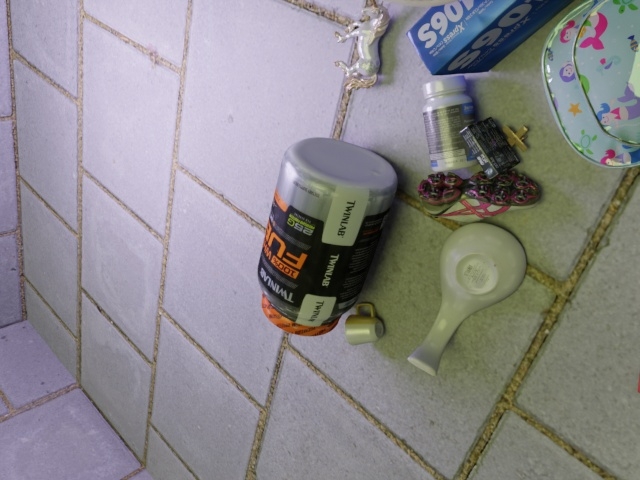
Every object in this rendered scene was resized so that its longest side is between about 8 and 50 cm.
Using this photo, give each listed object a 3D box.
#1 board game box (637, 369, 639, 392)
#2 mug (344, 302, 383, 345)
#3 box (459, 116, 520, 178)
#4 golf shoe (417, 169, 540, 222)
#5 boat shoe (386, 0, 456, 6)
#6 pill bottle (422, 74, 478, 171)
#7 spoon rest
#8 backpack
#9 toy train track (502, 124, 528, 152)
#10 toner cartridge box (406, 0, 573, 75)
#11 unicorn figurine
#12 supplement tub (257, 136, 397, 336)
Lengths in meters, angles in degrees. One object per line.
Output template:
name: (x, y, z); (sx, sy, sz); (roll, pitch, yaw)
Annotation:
board game box: (0.502, 0.089, 0.718); (0.145, 0.027, 0.281); (10, 111, 40)
mug: (0.088, 0.171, 1.121); (0.064, 0.062, 0.078); (-8, 105, 37)
box: (0.251, -0.138, 0.830); (0.083, 0.067, 0.018); (59, 142, 6)
golf shoe: (0.252, -0.066, 0.888); (0.186, 0.067, 0.086); (4, 148, 32)
boat shoe: (0.161, -0.337, 0.611); (0.324, 0.096, 0.116); (15, 157, 42)
pill bottle: (0.202, -0.181, 0.873); (0.078, 0.078, 0.137); (-2, 103, 44)
spoon rest: (0.236, 0.095, 0.942); (0.137, 0.084, 0.276); (30, 114, 13)
backpack: (0.384, -0.198, 0.627); (0.253, 0.191, 0.225); (-19, 92, 51)
toy train track: (0.287, -0.144, 0.852); (0.048, 0.014, 0.083); (53, 140, 14)
toner cartridge box: (0.281, -0.340, 0.681); (0.348, 0.165, 0.075); (-37, 79, 45)
unicorn figurine: (0.074, -0.340, 0.963); (0.111, 0.060, 0.162); (13, 129, 40)
supplement tub: (0.000, 0.000, 1.039); (0.207, 0.207, 0.338); (35, 126, 30)
